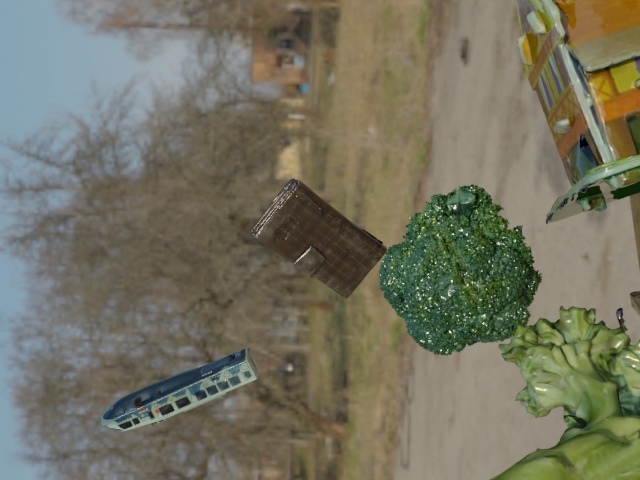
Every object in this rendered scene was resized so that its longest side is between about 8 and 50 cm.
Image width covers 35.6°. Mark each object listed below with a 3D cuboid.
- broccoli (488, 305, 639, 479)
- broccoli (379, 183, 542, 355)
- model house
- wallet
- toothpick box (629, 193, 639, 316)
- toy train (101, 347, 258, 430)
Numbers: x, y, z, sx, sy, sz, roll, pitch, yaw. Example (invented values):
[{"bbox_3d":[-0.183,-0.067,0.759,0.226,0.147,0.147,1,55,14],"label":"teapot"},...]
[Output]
[{"bbox_3d":[0.303,0.219,0.820,0.397,0.353,0.274,-17,-75,-67],"label":"broccoli"},{"bbox_3d":[0.162,0.038,1.156,0.156,0.195,0.195,-55,-29,-66],"label":"broccoli"},{"bbox_3d":[0.343,-0.205,1.136,0.357,0.243,0.312,45,-151,-81],"label":"model house"},{"bbox_3d":[0.000,0.000,1.704,0.124,0.230,0.042,-50,34,7],"label":"wallet"},{"bbox_3d":[0.607,-0.034,1.673,0.187,0.190,0.308,-46,-54,-76],"label":"toothpick box"},{"bbox_3d":[-0.180,0.194,1.263,0.043,0.208,0.047,-99,-14,-71],"label":"toy train"}]
